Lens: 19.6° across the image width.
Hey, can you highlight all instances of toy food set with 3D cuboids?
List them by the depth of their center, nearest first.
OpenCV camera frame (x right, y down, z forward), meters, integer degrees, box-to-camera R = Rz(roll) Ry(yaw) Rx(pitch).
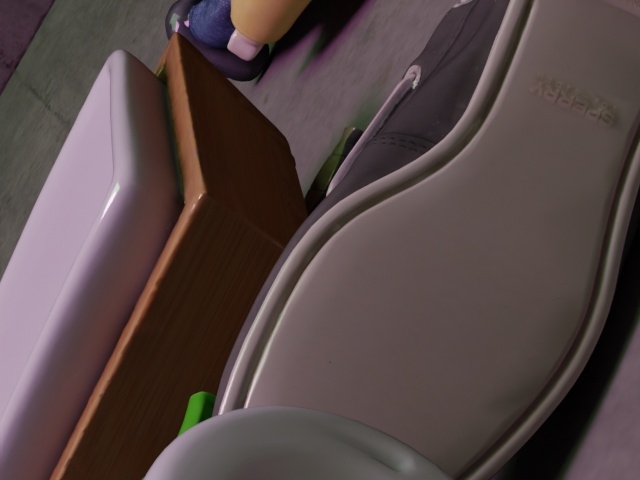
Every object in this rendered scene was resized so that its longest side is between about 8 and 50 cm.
[{"bbox_3d":[0.000,0.000,0.981,0.122,0.019,0.078,-60,17,4],"label":"toy food set"}]

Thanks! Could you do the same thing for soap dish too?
[{"bbox_3d":[-0.106,0.061,0.965,0.291,0.118,0.229,-62,17,18],"label":"soap dish"}]

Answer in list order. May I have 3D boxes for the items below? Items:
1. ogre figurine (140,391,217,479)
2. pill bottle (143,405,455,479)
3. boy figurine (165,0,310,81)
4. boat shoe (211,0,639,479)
[{"bbox_3d":[-0.030,0.127,0.730,0.197,0.097,0.118,-45,25,44],"label":"ogre figurine"},{"bbox_3d":[-0.032,0.170,0.592,0.124,0.124,0.221,-85,17,-54],"label":"pill bottle"},{"bbox_3d":[-0.006,-0.205,1.216,0.285,0.092,0.177,-28,35,59],"label":"boy figurine"},{"bbox_3d":[0.067,-0.018,0.701,0.335,0.112,0.095,-59,-1,-13],"label":"boat shoe"}]
